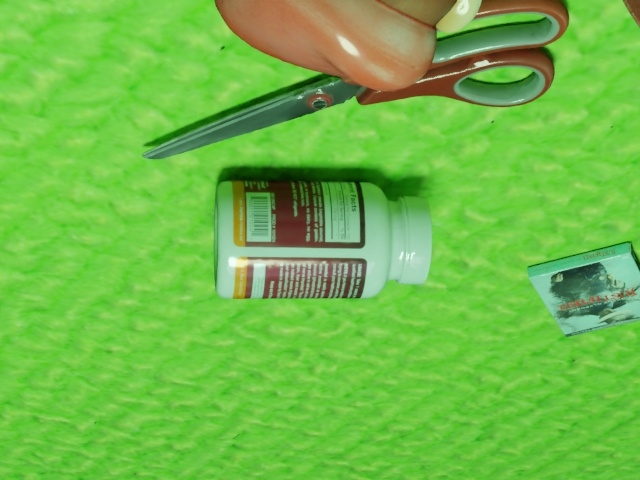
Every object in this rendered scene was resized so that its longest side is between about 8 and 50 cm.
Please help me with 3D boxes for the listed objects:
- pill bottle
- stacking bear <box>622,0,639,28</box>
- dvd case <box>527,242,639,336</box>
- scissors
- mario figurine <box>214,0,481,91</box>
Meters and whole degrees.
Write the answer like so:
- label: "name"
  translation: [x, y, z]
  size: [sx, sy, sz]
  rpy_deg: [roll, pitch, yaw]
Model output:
- label: "pill bottle"
  translation: [0.000, 0.000, 1.016]
  size: [0.152, 0.086, 0.086]
  rpy_deg: [1, 149, -7]
- label: "stacking bear"
  translation: [0.289, -0.193, 0.668]
  size: [0.289, 0.164, 0.175]
  rpy_deg: [-47, 171, 34]
- label: "dvd case"
  translation: [0.231, 0.043, 1.183]
  size: [0.087, 0.013, 0.119]
  rpy_deg: [-15, 148, 18]
- label: "scissors"
  translation: [0.013, -0.106, 0.913]
  size: [0.297, 0.021, 0.109]
  rpy_deg: [-8, 151, 9]
- label: "mario figurine"
  translation: [0.061, -0.213, 0.680]
  size: [0.198, 0.170, 0.320]
  rpy_deg: [46, 120, -8]
